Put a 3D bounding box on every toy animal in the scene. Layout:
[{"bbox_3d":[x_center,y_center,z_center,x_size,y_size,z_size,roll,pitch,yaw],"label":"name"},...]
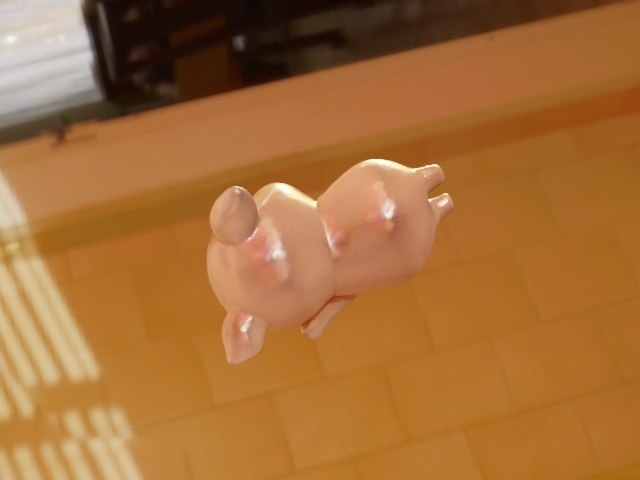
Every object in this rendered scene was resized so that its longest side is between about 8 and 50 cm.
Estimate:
[{"bbox_3d":[0.002,0.000,0.757,0.083,0.150,0.089,63,166,11],"label":"toy animal"}]
